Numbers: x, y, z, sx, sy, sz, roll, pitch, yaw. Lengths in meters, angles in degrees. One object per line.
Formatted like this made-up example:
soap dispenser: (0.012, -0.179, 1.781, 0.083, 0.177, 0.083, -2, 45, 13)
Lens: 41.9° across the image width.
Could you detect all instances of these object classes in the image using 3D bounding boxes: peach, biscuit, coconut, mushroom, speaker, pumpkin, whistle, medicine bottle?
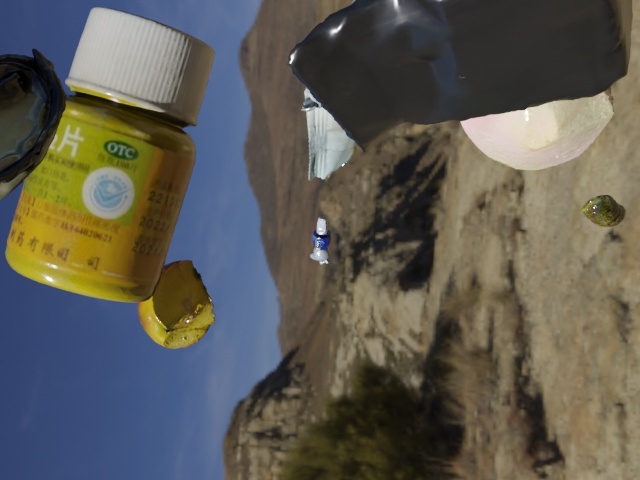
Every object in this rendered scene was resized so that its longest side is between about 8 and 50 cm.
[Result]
peach: (-0.257, 0.108, 1.449, 0.151, 0.118, 0.151, -27, -49, -37)
biscuit: (0.058, -0.236, 1.091, 0.186, 0.079, 0.309, 91, -160, -65)
coconut: (0.313, -0.228, 1.227, 0.233, 0.233, 0.245, 92, 180, -47)
mushroom: (-0.435, -0.117, 0.820, 0.130, 0.344, 0.247, -53, 52, 51)
speaker: (0.118, -0.264, 0.577, 0.180, 0.184, 0.388, 41, -125, -59)
pumpkin: (0.442, -0.039, 1.289, 0.050, 0.083, 0.028, -40, 46, 36)
whistle: (0.000, 0.000, 1.260, 0.029, 0.033, 0.083, -50, -30, -50)
medicine bottle: (-0.295, -0.120, 1.209, 0.224, 0.224, 0.384, -32, -40, -88)
